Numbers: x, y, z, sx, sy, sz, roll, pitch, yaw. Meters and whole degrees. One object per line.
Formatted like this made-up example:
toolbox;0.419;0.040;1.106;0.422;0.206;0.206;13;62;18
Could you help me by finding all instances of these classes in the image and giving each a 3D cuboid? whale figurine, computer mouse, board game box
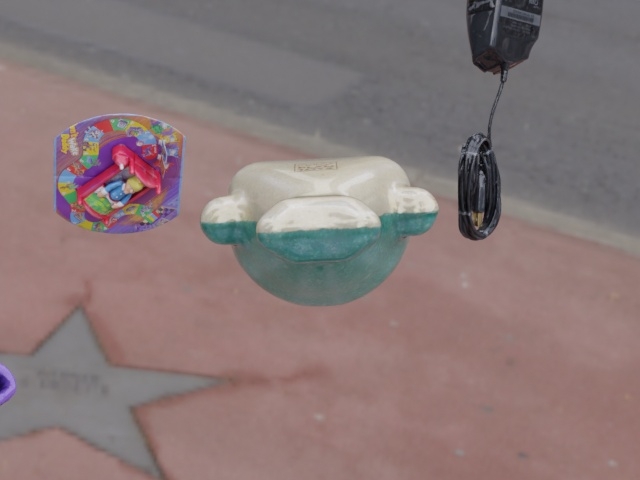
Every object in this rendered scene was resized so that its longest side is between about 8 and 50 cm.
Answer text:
whale figurine;0.000;0.000;1.290;0.216;0.141;0.272;-3;8;-1
computer mouse;0.129;-0.121;1.109;0.041;0.242;0.071;11;3;37
board game box;-0.208;-0.056;1.472;0.133;0.169;0.033;0;45;-11

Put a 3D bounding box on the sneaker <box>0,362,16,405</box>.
sneaker;-0.244;0.081;0.878;0.068;0.071;0.170;61;7;15
